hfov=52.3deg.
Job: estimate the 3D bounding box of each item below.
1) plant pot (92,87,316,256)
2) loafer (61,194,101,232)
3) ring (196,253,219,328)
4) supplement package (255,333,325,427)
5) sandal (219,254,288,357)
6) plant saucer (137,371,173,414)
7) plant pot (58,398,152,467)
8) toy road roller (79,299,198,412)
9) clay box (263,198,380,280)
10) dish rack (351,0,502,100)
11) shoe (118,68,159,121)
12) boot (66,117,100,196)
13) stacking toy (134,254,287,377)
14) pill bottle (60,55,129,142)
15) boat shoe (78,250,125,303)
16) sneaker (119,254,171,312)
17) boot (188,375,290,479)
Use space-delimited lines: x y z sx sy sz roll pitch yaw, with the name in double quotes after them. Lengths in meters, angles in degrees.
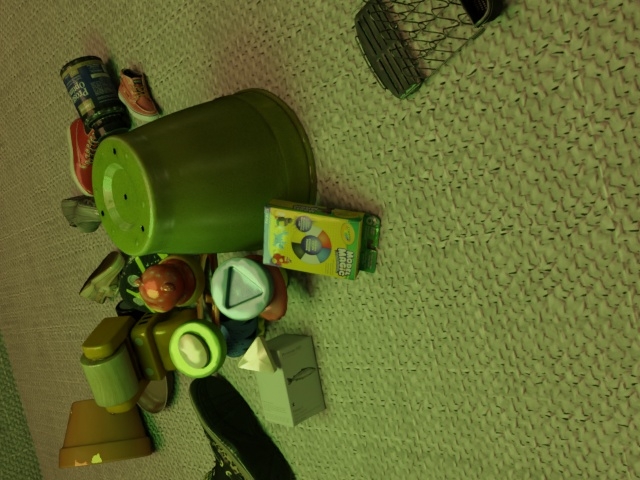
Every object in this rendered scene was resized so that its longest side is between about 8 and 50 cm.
-0.260 -0.120 1.358 0.366 0.353 0.366 17 114 42 "plant pot"
-0.721 -0.080 2.048 0.319 0.112 0.111 8 114 53 "loafer"
-0.286 0.141 1.596 0.336 0.032 0.336 -179 90 -73 "ring"
-0.074 0.315 1.488 0.105 0.105 0.179 -3 101 47 "supplement package"
-0.193 0.166 1.544 0.126 0.138 0.317 43 132 26 "sandal"
-0.552 0.394 2.061 0.311 0.050 0.310 16 113 42 "plant saucer"
-0.713 0.628 2.164 0.291 0.291 0.203 -24 68 48 "plant pot"
-0.451 0.286 1.734 0.241 0.329 0.202 -5 114 15 "toy road roller"
0.000 0.000 1.277 0.222 0.053 0.127 10 114 14 "clay box"
0.150 -0.366 1.052 0.271 0.074 0.208 -38 74 46 "dish rack"
-0.481 -0.385 1.718 0.178 0.063 0.081 43 135 35 "shoe"
-0.684 -0.262 1.962 0.176 0.088 0.244 -13 89 46 "boot"
-0.232 0.165 1.373 0.309 0.130 0.279 -3 93 16 "stacking toy"
-0.623 -0.390 1.818 0.123 0.123 0.219 -26 89 48 "pill bottle"
-0.674 0.126 2.077 0.098 0.109 0.302 35 139 -18 "boat shoe"
-0.403 0.029 1.647 0.145 0.147 0.384 23 125 -6 "sneaker"
-0.256 0.576 1.751 0.377 0.138 0.284 45 131 20 "boot"
